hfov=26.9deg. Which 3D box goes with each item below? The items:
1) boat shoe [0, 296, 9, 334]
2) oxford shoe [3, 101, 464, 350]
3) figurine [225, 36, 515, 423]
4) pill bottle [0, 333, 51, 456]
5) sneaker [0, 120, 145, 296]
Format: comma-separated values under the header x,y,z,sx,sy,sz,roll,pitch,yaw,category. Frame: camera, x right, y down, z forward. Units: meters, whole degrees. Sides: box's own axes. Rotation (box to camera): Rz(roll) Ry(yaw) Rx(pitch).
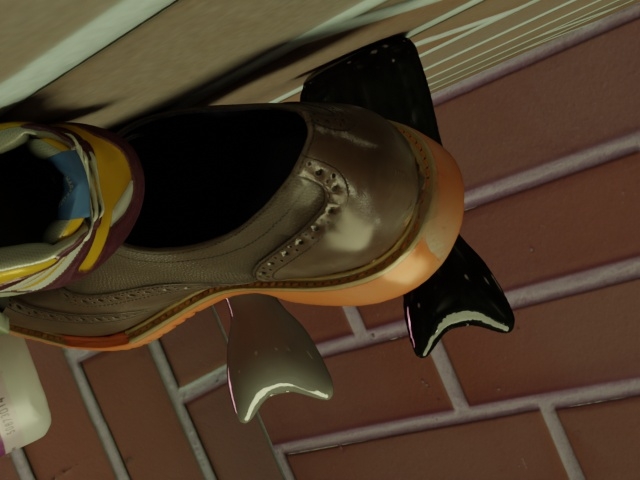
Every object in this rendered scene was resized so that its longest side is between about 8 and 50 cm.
x,y,z,sx,sy,sz,roll,pitch,yaw,category
-0.181,0.008,0.631,0.081,0.068,0.228,13,172,-12,boat shoe
-0.105,-0.020,0.763,0.364,0.130,0.133,-13,155,35,oxford shoe
0.000,0.000,0.900,0.215,0.209,0.092,-22,-178,6,figurine
-0.366,0.125,0.974,0.302,0.169,0.169,-24,-177,-18,pill bottle
-0.108,-0.013,0.514,0.084,0.069,0.185,-15,-173,30,sneaker
